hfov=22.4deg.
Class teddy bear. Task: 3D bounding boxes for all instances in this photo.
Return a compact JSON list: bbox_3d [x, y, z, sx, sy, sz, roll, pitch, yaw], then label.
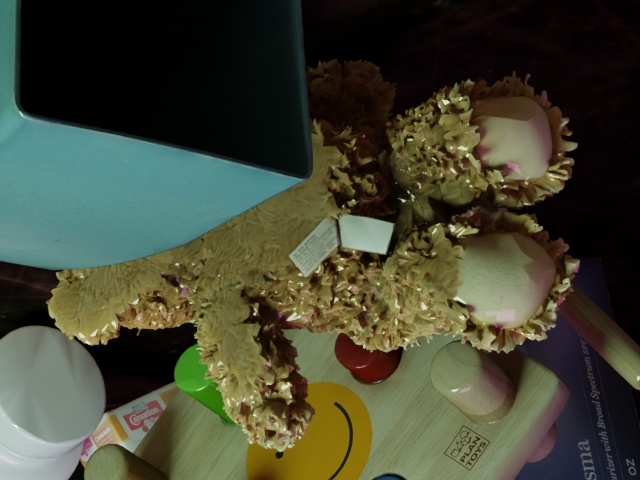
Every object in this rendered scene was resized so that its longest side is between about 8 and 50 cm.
[{"bbox_3d":[0.000,0.000,0.993,0.338,0.245,0.113,-23,158,18],"label":"teddy bear"}]

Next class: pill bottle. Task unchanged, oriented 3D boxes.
[{"bbox_3d":[-0.278,0.166,1.313,0.136,0.136,0.246,13,144,-34],"label":"pill bottle"}]

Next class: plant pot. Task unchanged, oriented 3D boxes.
[{"bbox_3d":[-0.142,-0.079,0.898,0.165,0.165,0.234,12,153,-33],"label":"plant pot"}]

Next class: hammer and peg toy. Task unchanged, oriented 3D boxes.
[{"bbox_3d":[0.034,0.098,1.055,0.361,0.266,0.127,-53,138,-6],"label":"hammer and peg toy"}]

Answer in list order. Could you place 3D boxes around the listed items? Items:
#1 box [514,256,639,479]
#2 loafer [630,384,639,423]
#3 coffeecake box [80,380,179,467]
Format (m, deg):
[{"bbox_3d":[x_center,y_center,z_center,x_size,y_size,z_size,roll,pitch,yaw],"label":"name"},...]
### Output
[{"bbox_3d":[0.088,0.177,1.270,0.294,0.296,0.182,0,151,-16],"label":"box"},{"bbox_3d":[0.284,0.189,1.576,0.303,0.109,0.095,-23,168,35],"label":"loafer"},{"bbox_3d":[-0.097,0.211,1.349,0.142,0.185,0.068,-22,166,-46],"label":"coffeecake box"}]
